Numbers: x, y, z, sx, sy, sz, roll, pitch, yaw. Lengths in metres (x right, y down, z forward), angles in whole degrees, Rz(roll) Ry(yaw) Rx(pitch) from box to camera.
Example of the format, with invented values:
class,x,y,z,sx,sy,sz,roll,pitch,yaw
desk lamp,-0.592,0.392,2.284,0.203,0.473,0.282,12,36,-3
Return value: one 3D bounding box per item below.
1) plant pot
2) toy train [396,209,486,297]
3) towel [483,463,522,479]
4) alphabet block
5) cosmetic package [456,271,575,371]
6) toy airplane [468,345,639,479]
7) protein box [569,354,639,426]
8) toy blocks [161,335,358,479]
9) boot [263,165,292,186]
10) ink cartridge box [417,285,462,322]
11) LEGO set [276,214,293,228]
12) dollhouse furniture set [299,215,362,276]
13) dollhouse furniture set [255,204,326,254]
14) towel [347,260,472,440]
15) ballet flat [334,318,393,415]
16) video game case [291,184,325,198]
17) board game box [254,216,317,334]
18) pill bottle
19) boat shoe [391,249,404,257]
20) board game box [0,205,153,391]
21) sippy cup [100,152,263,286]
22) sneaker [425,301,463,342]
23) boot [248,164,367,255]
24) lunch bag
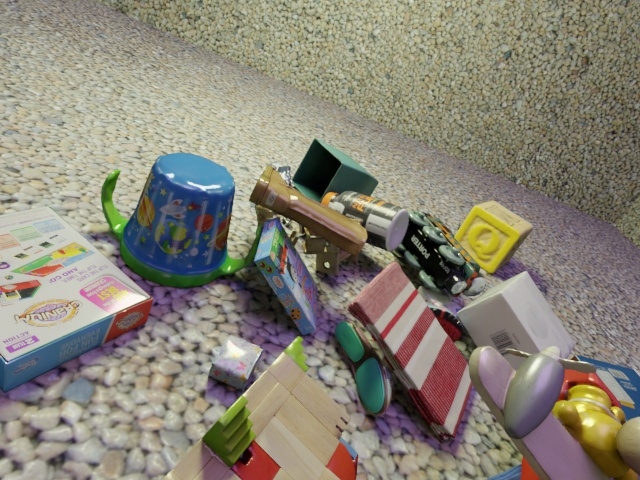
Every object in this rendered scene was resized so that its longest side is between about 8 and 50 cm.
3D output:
class,x,y,z,sx,sy,sz,roll,pitch,yaw
plant pot,0.065,-0.199,1.422,0.235,0.165,0.165,8,32,-45
toy train,0.342,0.033,1.259,0.191,0.142,0.333,13,30,-33
towel,0.388,0.531,0.675,0.244,0.040,0.336,3,36,-33
alphabet block,0.645,-0.018,1.626,0.193,0.192,0.197,38,30,26
cosmetic package,0.498,0.225,1.093,0.225,0.138,0.223,-15,71,-48
toy airplane,0.410,0.354,0.664,0.387,0.272,0.383,18,50,-35
protein box,0.686,0.405,1.010,0.200,0.135,0.201,16,30,-16
toy blocks,-0.049,0.334,0.555,0.261,0.190,0.381,42,32,7
boot,-0.129,-0.157,1.311,0.086,0.069,0.189,-6,57,1
ink cartridge box,0.327,0.182,1.187,0.089,0.052,0.122,3,36,-35
LEGO set,-0.106,-0.068,1.294,0.083,0.023,0.054,35,30,17
dollhouse furniture set,0.000,0.000,1.190,0.184,0.128,0.129,15,22,29
dollhouse furniture set,-0.082,-0.013,1.116,0.161,0.101,0.181,-1,36,-15
towel,0.206,0.219,0.923,0.328,0.037,0.237,55,35,2
ballet flat,0.100,0.254,0.884,0.079,0.077,0.221,27,21,-40
video game case,-0.031,-0.116,1.413,0.232,0.041,0.210,37,32,20
board game box,-0.067,0.076,0.939,0.160,0.039,0.211,-89,155,-59
pill bottle,0.119,-0.067,1.253,0.246,0.130,0.131,22,24,30
boat shoe,0.223,-0.024,1.420,0.070,0.077,0.219,-9,45,-47
board game box,-0.489,0.071,0.727,0.317,0.064,0.242,36,30,18
sippy cup,-0.291,-0.057,0.927,0.306,0.223,0.240,0,37,-37
sneaker,0.241,0.168,1.093,0.262,0.104,0.125,25,26,-3
boot,-0.032,-0.071,1.033,0.270,0.089,0.236,26,18,-10
lunch bag,-0.148,0.214,0.769,0.071,0.053,0.083,23,38,1
